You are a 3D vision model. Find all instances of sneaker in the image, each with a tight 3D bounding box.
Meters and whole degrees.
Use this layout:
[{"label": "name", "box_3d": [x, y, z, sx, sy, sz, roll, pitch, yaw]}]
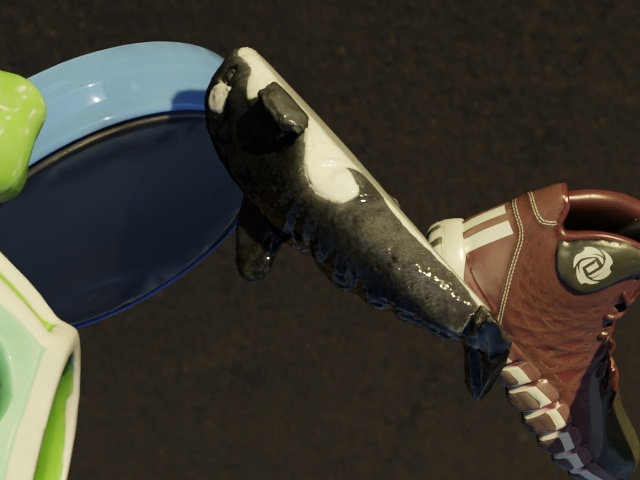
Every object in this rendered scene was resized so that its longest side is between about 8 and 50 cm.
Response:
[{"label": "sneaker", "box_3d": [0.209, 0.066, 1.237, 0.162, 0.106, 0.281, -28, 125, 19]}]

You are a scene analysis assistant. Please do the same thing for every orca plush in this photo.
[{"label": "orca plush", "box_3d": [0.000, 0.000, 1.073, 0.102, 0.287, 0.151, -44, 165, 5]}]

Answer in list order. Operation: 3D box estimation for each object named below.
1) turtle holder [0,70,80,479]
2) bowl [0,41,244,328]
[{"label": "turtle holder", "box_3d": [-0.223, 0.070, 0.743, 0.227, 0.320, 0.243, 9, 115, 1]}, {"label": "bowl", "box_3d": [-0.228, -0.036, 1.674, 0.391, 0.077, 0.391, -26, 154, -13]}]
